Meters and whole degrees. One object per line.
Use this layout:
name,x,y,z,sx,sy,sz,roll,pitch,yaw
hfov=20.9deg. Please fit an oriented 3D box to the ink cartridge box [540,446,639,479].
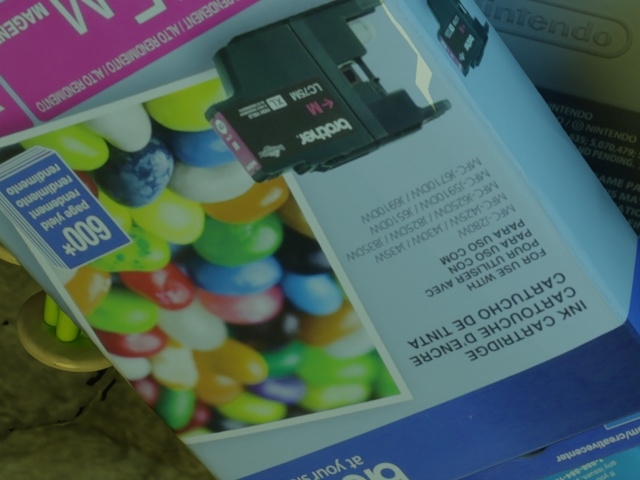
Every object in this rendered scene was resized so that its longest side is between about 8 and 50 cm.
ink cartridge box,0.153,0.152,0.848,0.139,0.082,0.190,-34,112,32

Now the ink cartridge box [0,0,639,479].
ink cartridge box,0.000,0.000,0.627,0.186,0.065,0.311,-25,120,28

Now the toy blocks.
toy blocks,-0.107,-0.037,0.740,0.054,0.123,0.148,-8,134,-24

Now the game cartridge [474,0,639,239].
game cartridge,0.076,-0.049,0.728,0.297,0.062,0.198,15,125,1
